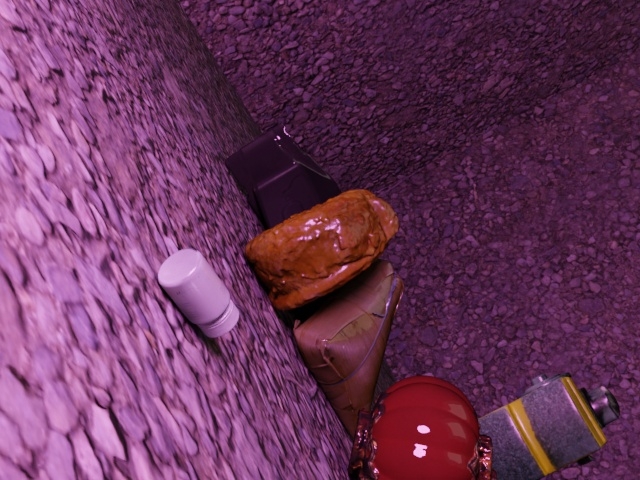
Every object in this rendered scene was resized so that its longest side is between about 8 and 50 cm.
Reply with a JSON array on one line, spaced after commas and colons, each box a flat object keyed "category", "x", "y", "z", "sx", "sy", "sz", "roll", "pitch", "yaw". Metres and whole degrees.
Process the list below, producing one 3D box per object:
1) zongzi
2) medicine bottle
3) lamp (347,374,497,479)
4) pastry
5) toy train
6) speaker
[{"category": "zongzi", "x": 0.080, "y": 0.181, "z": 1.371, "sx": 0.115, "sy": 0.228, "sz": 0.256, "roll": 0, "pitch": -54, "yaw": 45}, {"category": "medicine bottle", "x": -0.113, "y": 0.050, "z": 0.778, "sx": 0.083, "sy": 0.047, "sz": 0.047, "roll": 60, "pitch": 4, "yaw": -38}, {"category": "lamp", "x": 0.147, "y": 0.306, "z": 1.181, "sx": 0.227, "sy": 0.227, "sz": 0.227, "roll": 62, "pitch": 4, "yaw": -7}, {"category": "pastry", "x": 0.000, "y": 0.000, "z": 1.295, "sx": 0.132, "sy": 0.235, "sz": 0.240, "roll": 57, "pitch": -7, "yaw": -9}, {"category": "toy train", "x": 0.315, "y": 0.379, "z": 1.477, "sx": 0.179, "sy": 0.442, "sz": 0.272, "roll": 63, "pitch": 17, "yaw": 18}, {"category": "speaker", "x": -0.031, "y": -0.017, "z": 1.547, "sx": 0.184, "sy": 0.180, "sz": 0.388, "roll": 48, "pitch": 12, "yaw": -47}]
